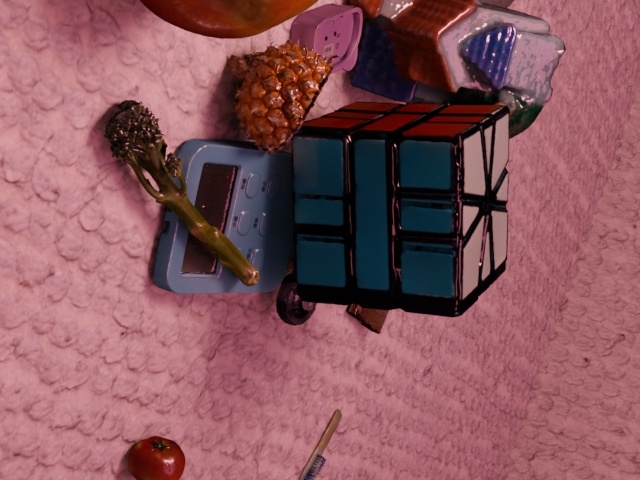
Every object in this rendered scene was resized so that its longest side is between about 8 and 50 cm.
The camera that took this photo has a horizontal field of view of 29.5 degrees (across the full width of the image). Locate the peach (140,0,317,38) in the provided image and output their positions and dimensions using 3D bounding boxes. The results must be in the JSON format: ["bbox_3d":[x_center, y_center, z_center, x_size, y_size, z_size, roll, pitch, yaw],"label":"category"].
[{"bbox_3d":[-0.103,-0.408,1.471,0.308,0.308,0.332,72,28,-49],"label":"peach"}]

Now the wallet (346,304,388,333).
[{"bbox_3d":[0.129,0.056,2.451,0.133,0.039,0.243,39,71,-55],"label":"wallet"}]

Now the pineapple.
[{"bbox_3d":[-0.078,-0.231,1.792,0.176,0.137,0.161,-58,-169,-9],"label":"pineapple"}]

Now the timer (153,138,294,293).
[{"bbox_3d":[-0.138,-0.032,1.835,0.250,0.091,0.231,-5,111,-59],"label":"timer"}]

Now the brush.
[{"bbox_3d":[0.005,0.422,2.446,0.178,0.030,0.033,-59,141,-24],"label":"brush"}]

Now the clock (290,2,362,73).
[{"bbox_3d":[0.008,-0.323,1.974,0.153,0.050,0.110,-32,133,-51],"label":"clock"}]

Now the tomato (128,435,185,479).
[{"bbox_3d":[-0.249,0.343,1.853,0.087,0.087,0.075,-13,119,-60],"label":"tomato"}]

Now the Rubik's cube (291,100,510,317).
[{"bbox_3d":[0.130,-0.061,1.904,0.293,0.283,0.288,-26,119,-61],"label":"Rubik's cube"}]

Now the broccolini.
[{"bbox_3d":[-0.171,-0.053,1.695,0.079,0.074,0.392,-51,136,-10],"label":"broccolini"}]

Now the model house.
[{"bbox_3d":[0.188,-0.320,2.083,0.329,0.295,0.251,14,101,-37],"label":"model house"}]

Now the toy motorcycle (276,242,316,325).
[{"bbox_3d":[0.000,0.000,2.106,0.307,0.108,0.173,-56,140,-28],"label":"toy motorcycle"}]

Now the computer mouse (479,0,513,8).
[{"bbox_3d":[0.367,-0.578,2.432,0.374,0.114,0.203,-64,151,-18],"label":"computer mouse"}]
